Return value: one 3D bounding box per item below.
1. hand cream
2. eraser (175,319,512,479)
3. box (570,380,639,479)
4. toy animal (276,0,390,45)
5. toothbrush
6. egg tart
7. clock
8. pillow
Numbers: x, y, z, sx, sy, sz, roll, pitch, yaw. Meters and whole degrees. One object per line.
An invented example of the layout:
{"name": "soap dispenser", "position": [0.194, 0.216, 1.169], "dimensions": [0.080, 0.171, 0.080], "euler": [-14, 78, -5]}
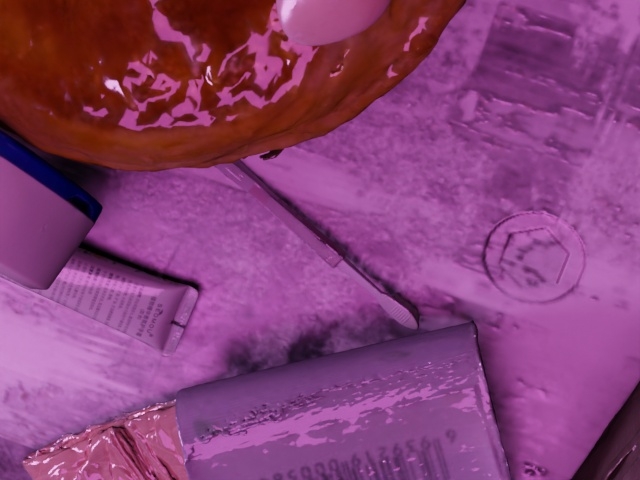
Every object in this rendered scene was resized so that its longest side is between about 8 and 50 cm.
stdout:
{"name": "hand cream", "position": [-0.193, 0.027, 1.103], "dimensions": [0.194, 0.042, 0.067], "euler": [23, 111, -4]}
{"name": "eraser", "position": [0.024, 0.163, 1.066], "dimensions": [0.227, 0.081, 0.174], "euler": [-13, 107, 7]}
{"name": "box", "position": [0.268, 0.190, 1.008], "dimensions": [0.155, 0.149, 0.231], "euler": [26, 118, 0]}
{"name": "toy animal", "position": [-0.019, -0.243, 0.666], "dimensions": [0.256, 0.195, 0.213], "euler": [32, 76, -12]}
{"name": "toothbrush", "position": [-0.001, 0.001, 1.053], "dimensions": [0.194, 0.017, 0.014], "euler": [39, 119, -7]}
{"name": "egg tart", "position": [-0.100, -0.256, 0.860], "dimensions": [0.443, 0.178, 0.443], "euler": [4, 115, 8]}
{"name": "clock", "position": [-0.263, -0.054, 0.969], "dimensions": [0.230, 0.230, 0.083], "euler": [30, 83, -3]}
{"name": "pillow", "position": [-0.128, 0.192, 1.166], "dimensions": [0.232, 0.043, 0.126], "euler": [-22, 104, 25]}
